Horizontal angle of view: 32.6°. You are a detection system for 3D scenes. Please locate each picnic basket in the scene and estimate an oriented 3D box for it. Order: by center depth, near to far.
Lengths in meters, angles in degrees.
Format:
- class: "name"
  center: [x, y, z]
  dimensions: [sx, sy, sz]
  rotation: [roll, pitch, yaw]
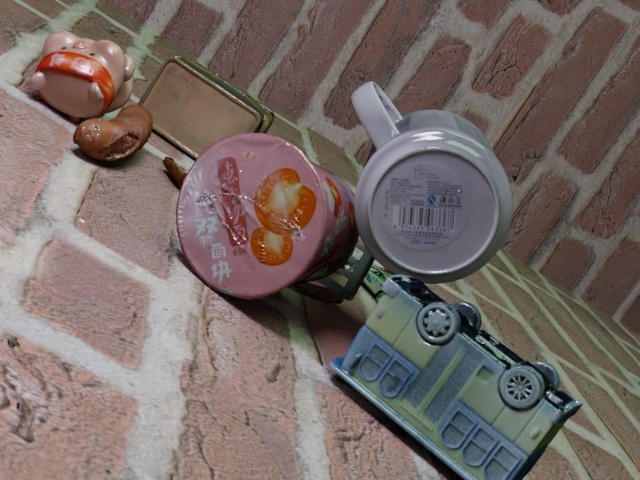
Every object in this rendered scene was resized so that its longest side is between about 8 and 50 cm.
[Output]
- class: "picnic basket"
  center: [-0.246, -0.266, 2.330]
  dimensions: [0.266, 0.165, 0.139]
  rotation: [34, 12, 4]

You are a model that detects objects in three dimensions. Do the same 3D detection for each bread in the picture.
- class: "bread"
  center: [-0.231, -0.108, 2.040]
  dimensions: [0.129, 0.044, 0.126]
  rotation: [19, 11, -42]

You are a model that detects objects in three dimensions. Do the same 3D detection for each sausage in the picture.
- class: "sausage"
  center: [-0.356, -0.188, 1.931]
  dimensions: [0.087, 0.079, 0.326]
  rotation: [43, 12, -5]

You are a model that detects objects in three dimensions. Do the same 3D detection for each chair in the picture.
- class: "chair"
  center: [-0.045, -0.023, 1.887]
  dimensions: [0.270, 0.136, 0.147]
  rotation: [35, 8, 41]

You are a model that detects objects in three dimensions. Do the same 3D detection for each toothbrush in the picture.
- class: "toothbrush"
  center: [-0.077, 0.055, 1.832]
  dimensions: [0.321, 0.023, 0.031]
  rotation: [23, 23, -39]

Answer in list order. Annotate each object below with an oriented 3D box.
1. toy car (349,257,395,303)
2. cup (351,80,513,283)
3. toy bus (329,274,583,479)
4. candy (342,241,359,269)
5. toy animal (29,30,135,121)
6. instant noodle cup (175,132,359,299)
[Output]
- class: "toy car"
  center: [0.122, 0.082, 2.177]
  dimensions: [0.093, 0.058, 0.186]
  rotation: [20, 18, -42]
- class: "cup"
  center: [0.155, -0.111, 1.746]
  dimensions: [0.323, 0.236, 0.327]
  rotation: [54, 12, -7]
- class: "toy bus"
  center: [0.190, 0.201, 1.539]
  dimensions: [0.312, 0.190, 0.152]
  rotation: [38, 13, 20]
- class: "candy"
  center: [0.029, -0.016, 2.068]
  dimensions: [0.246, 0.069, 0.149]
  rotation: [148, -81, -88]
- class: "toy animal"
  center: [-0.431, -0.296, 1.992]
  dimensions: [0.171, 0.171, 0.197]
  rotation: [34, 8, 3]
- class: "instant noodle cup"
  center: [-0.063, -0.030, 1.680]
  dimensions: [0.243, 0.243, 0.231]
  rotation: [38, 11, 19]
